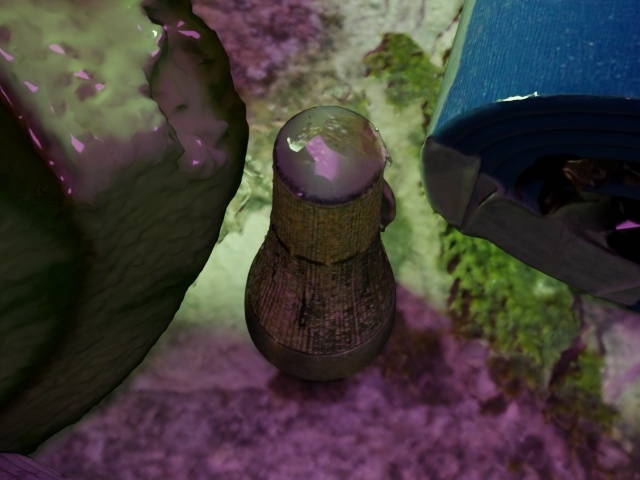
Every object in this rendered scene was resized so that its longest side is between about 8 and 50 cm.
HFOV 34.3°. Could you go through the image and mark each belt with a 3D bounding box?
[{"bbox_3d":[0.227,-0.038,0.511,0.347,0.212,0.117,16,68,1],"label":"belt"}]

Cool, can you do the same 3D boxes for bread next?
[{"bbox_3d":[-0.200,0.022,0.386,0.382,0.366,0.129,-37,72,-6],"label":"bread"}]

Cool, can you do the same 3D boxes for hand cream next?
[{"bbox_3d":[0.000,0.000,0.491,0.084,0.203,0.084,0,66,0],"label":"hand cream"}]

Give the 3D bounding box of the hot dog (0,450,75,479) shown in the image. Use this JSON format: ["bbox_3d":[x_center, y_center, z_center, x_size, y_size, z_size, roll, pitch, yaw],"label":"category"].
[{"bbox_3d":[-0.189,0.205,0.433,0.075,0.144,0.268,30,77,41],"label":"hot dog"}]
